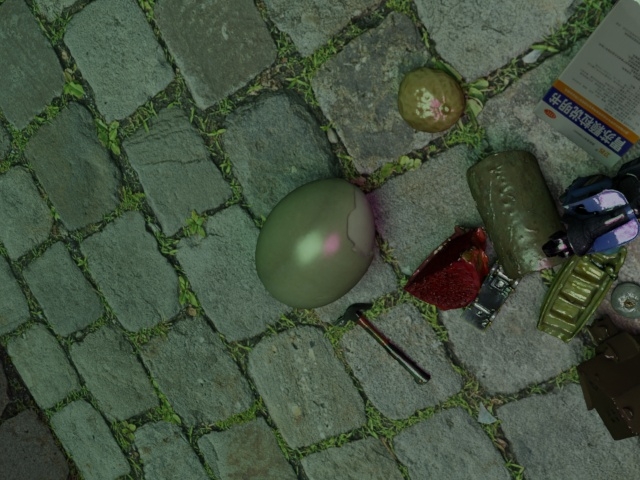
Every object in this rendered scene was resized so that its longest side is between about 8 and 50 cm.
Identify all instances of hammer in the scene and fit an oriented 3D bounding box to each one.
[{"bbox_3d":[0.176,0.280,1.772,0.287,0.033,0.111,43,120,7],"label":"hammer"}]

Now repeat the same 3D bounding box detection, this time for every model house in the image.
[{"bbox_3d":[0.667,0.287,1.460,0.211,0.204,0.244,-23,69,-11],"label":"model house"}]

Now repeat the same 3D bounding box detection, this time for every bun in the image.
[{"bbox_3d":[0.685,0.135,1.470,0.083,0.045,0.084,6,106,20],"label":"bun"}]

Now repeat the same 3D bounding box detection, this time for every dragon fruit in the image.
[{"bbox_3d":[0.332,0.058,1.552,0.126,0.161,0.274,37,148,-7],"label":"dragon fruit"}]

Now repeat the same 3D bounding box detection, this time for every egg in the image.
[{"bbox_3d":[0.000,0.000,1.625,0.278,0.278,0.336,46,120,6],"label":"egg"}]

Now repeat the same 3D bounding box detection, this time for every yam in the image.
[{"bbox_3d":[0.434,-0.056,1.442,0.161,0.161,0.268,-27,76,30],"label":"yam"}]

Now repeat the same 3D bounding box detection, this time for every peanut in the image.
[{"bbox_3d":[0.249,-0.316,1.495,0.159,0.109,0.141,19,122,22],"label":"peanut"}]

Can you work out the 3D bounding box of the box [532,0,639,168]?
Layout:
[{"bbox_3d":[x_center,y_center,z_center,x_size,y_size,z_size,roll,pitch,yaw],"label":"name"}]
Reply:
[{"bbox_3d":[0.590,-0.317,1.287,0.200,0.106,0.299,39,137,9],"label":"box"}]

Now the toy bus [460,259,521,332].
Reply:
[{"bbox_3d":[0.417,0.109,1.575,0.081,0.074,0.226,31,117,12],"label":"toy bus"}]

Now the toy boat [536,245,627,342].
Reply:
[{"bbox_3d":[0.586,0.097,1.489,0.111,0.084,0.277,26,119,13],"label":"toy boat"}]

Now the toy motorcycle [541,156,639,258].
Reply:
[{"bbox_3d":[0.561,-0.066,1.290,0.212,0.358,0.125,-28,95,39],"label":"toy motorcycle"}]
